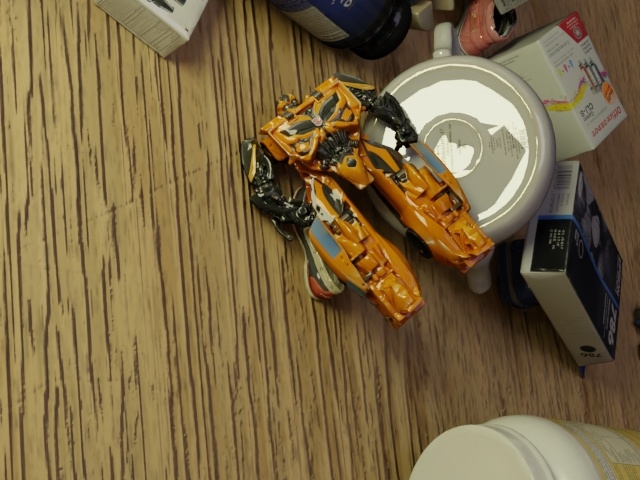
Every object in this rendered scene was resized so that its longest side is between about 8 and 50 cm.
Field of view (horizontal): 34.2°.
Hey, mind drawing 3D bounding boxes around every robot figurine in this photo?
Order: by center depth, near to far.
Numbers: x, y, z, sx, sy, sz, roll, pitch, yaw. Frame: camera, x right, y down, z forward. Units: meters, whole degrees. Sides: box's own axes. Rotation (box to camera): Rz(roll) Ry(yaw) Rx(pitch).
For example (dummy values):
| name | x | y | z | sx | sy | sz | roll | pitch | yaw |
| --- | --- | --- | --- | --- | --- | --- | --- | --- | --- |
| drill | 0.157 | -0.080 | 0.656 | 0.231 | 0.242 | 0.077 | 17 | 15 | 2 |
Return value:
| name | x | y | z | sx | sy | sz | roll | pitch | yaw |
| --- | --- | --- | --- | --- | --- | --- | --- | --- | --- |
| robot figurine | 0.048 | -0.059 | 1.161 | 0.211 | 0.085 | 0.291 | -38 | 82 | -13 |

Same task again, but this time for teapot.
| name | x | y | z | sx | sy | sz | roll | pitch | yaw |
| --- | --- | --- | --- | --- | --- | --- | --- | --- | --- |
| teapot | 0.173 | -0.106 | 1.293 | 0.252 | 0.256 | 0.187 | 38 | 7 | 12 |

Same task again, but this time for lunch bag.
| name | x | y | z | sx | sy | sz | roll | pitch | yaw |
| --- | --- | --- | --- | --- | --- | --- | --- | --- | --- |
| lunch bag | 0.278 | 0.049 | 1.419 | 0.067 | 0.065 | 0.098 | 22 | 62 | -52 |

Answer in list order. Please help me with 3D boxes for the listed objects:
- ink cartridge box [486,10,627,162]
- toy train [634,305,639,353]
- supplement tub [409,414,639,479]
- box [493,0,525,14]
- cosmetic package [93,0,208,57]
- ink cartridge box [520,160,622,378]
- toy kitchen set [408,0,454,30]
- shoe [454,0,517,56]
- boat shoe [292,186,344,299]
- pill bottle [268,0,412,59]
| name | x | y | z | sx | sy | sz | roll | pitch | yaw |
| --- | --- | --- | --- | --- | --- | --- | --- | --- | --- |
| ink cartridge box | 0.332 | -0.211 | 1.499 | 0.128 | 0.127 | 0.176 | -39 | 104 | -41 |
| toy train | 0.511 | 0.173 | 1.611 | 0.036 | 0.027 | 0.158 | 0 | 78 | -30 |
| supplement tub | 0.285 | 0.333 | 1.222 | 0.331 | 0.241 | 0.241 | 15 | 68 | -37 |
| box | 0.245 | -0.423 | 1.428 | 0.114 | 0.103 | 0.203 | 52 | 15 | -40 |
| cosmetic package | -0.153 | -0.328 | 1.158 | 0.099 | 0.060 | 0.239 | 37 | 56 | -28 |
| ink cartridge box | 0.353 | 0.050 | 1.402 | 0.333 | 0.065 | 0.165 | 49 | 46 | -51 |
| toy kitchen set | 0.110 | -0.400 | 1.372 | 0.166 | 0.122 | 0.207 | -45 | 139 | -40 |
| shoe | 0.249 | -0.339 | 1.496 | 0.063 | 0.081 | 0.178 | 39 | 55 | -26 |
| boat shoe | 0.000 | 0.000 | 1.206 | 0.049 | 0.043 | 0.137 | 0 | 76 | -39 |
| pill bottle | 0.012 | -0.306 | 1.242 | 0.219 | 0.122 | 0.123 | 27 | 60 | -47 |
